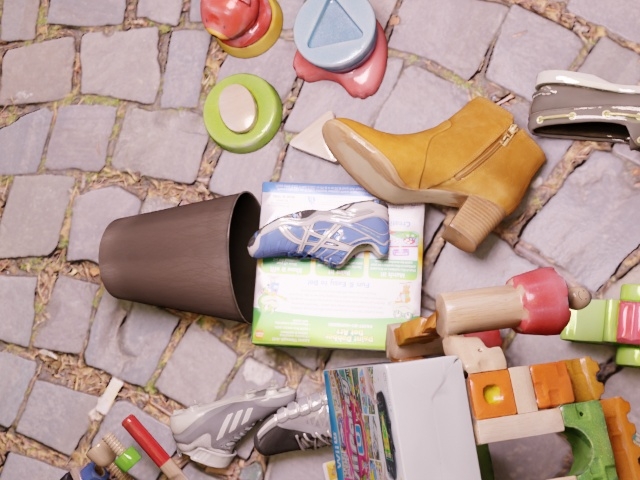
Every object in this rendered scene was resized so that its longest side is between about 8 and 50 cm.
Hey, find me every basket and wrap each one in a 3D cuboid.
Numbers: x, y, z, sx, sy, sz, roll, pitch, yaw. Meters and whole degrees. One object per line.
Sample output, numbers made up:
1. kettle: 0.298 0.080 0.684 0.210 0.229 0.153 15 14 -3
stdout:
1. basket: -0.209 0.026 1.532 0.226 0.154 0.204 0 105 20

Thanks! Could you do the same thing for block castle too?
1. block castle: 0.250 0.278 1.271 0.212 0.303 0.453 -6 76 -14

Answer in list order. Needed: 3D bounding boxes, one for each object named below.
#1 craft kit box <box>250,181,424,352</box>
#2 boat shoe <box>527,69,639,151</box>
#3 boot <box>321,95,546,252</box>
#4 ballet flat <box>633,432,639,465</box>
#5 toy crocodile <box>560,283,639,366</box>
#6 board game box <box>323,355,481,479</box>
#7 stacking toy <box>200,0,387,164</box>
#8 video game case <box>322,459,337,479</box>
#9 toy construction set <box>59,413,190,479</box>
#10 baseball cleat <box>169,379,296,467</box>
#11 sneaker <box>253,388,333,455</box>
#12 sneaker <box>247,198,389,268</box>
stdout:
1. craft kit box: 0.030 0.041 1.492 0.249 0.061 0.247 3 77 5
2. boat shoe: 0.447 -0.170 1.420 0.305 0.109 0.091 13 83 23
3. boot: 0.169 -0.140 1.456 0.295 0.104 0.211 37 68 -1
4. ballet flat: 0.396 0.372 1.338 0.091 0.077 0.241 4 81 15
5. toy crocodile: 0.490 0.125 1.336 0.340 0.105 0.115 9 82 27
6. board game box: 0.096 0.261 1.242 0.097 0.303 0.224 -6 83 -14
7. stacking toy: -0.066 -0.277 1.563 0.309 0.130 0.280 11 82 17
8. video game case: 0.125 0.407 1.431 0.206 0.026 0.227 -16 76 11
9. toy construction set: -0.317 0.446 1.465 0.309 0.257 0.237 -43 89 -7
10. baseball cleat: -0.124 0.280 1.509 0.206 0.072 0.109 -15 89 16
11. sneaker: 0.018 0.285 1.438 0.228 0.086 0.132 -30 58 7
12. sneaker: 0.000 0.000 1.434 0.211 0.080 0.081 -12 77 2
